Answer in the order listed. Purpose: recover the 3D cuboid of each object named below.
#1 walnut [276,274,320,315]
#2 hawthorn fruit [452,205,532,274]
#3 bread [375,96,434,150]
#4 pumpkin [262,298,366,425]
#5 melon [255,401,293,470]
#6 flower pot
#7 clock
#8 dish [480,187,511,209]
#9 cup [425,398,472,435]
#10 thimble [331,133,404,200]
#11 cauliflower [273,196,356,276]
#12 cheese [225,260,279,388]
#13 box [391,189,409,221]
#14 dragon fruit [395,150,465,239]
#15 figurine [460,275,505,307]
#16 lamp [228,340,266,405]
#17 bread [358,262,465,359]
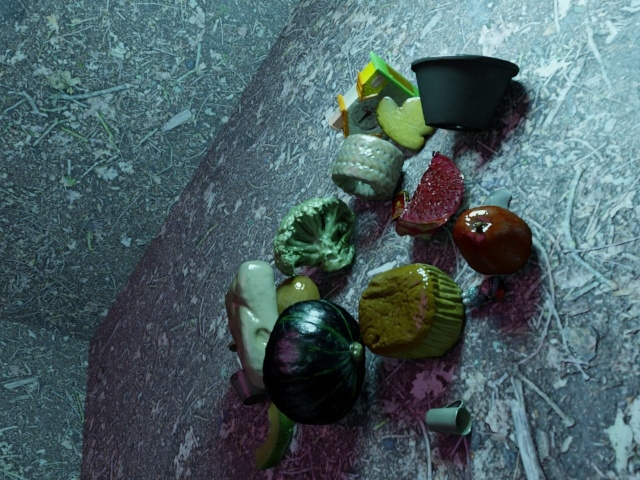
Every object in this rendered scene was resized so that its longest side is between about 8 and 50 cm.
[{"bbox_3d":[-0.079,0.205,1.583,0.159,0.159,0.207,32,103,57],"label":"walnut"},{"bbox_3d":[0.350,-0.012,1.080,0.162,0.203,0.163,-23,52,33],"label":"hawthorn fruit"},{"bbox_3d":[0.258,-0.367,1.522,0.149,0.187,0.065,-54,-11,27],"label":"bread"},{"bbox_3d":[0.001,0.303,1.295,0.238,0.315,0.315,-10,59,32],"label":"pumpkin"},{"bbox_3d":[-0.134,0.575,1.507,0.118,0.064,0.210,30,96,56],"label":"melon"},{"bbox_3d":[0.360,-0.369,1.313,0.269,0.269,0.166,16,105,57],"label":"flower pot"},{"bbox_3d":[0.163,-0.413,1.603,0.255,0.219,0.106,-43,36,31],"label":"clock"},{"bbox_3d":[0.399,-0.067,1.202,0.091,0.039,0.137,14,82,57],"label":"dish"},{"bbox_3d":[0.270,0.370,1.078,0.083,0.054,0.075,-21,53,50],"label":"cup"},{"bbox_3d":[0.135,-0.210,1.519,0.148,0.196,0.229,-69,19,-8],"label":"thimble"},{"bbox_3d":[0.000,0.000,1.587,0.250,0.272,0.275,42,110,16],"label":"cauliflower"},{"bbox_3d":[-0.198,0.267,1.507,0.328,0.129,0.351,132,131,-63],"label":"cheese"},{"bbox_3d":[0.232,-0.100,1.475,0.051,0.023,0.082,-28,48,41],"label":"box"},{"bbox_3d":[0.287,-0.088,1.318,0.274,0.126,0.161,-59,-8,-29],"label":"dragon fruit"},{"bbox_3d":[0.360,0.118,1.127,0.106,0.047,0.060,-36,26,42],"label":"figurine"},{"bbox_3d":[-0.247,0.432,1.700,0.121,0.121,0.215,-44,48,28],"label":"lamp"},{"bbox_3d":[0.208,0.169,1.224,0.253,0.142,0.228,-11,67,49],"label":"bread"}]
